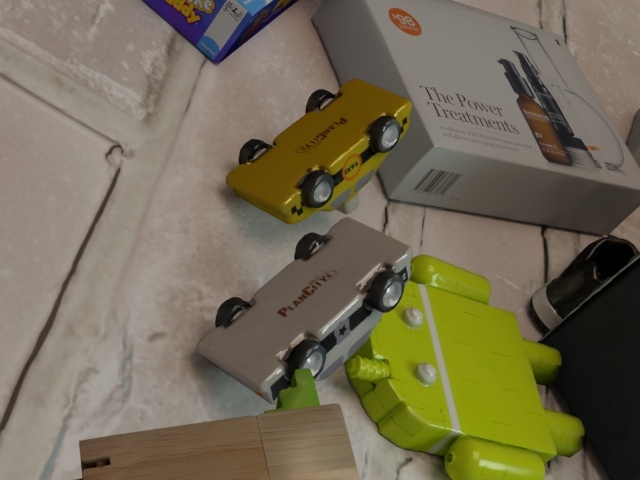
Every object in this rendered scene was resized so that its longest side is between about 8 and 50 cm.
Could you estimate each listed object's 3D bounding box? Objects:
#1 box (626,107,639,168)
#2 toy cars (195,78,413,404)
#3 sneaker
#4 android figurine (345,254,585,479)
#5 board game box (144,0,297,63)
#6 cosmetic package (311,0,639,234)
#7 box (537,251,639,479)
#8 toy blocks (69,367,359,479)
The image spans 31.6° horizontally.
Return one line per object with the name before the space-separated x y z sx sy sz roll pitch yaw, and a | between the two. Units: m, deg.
box | 0.620 -0.085 1.614 0.345 0.168 0.215 40 37 -2
toy cars | 0.000 0.000 1.026 0.176 0.087 0.394 -6 43 10
sneaker | 0.330 0.035 1.285 0.078 0.106 0.234 52 38 11
android figurine | 0.129 0.122 1.064 0.273 0.056 0.248 20 42 -29
board game box | -0.112 -0.363 1.301 0.233 0.078 0.347 41 37 -3
cosmetic package | 0.199 -0.162 1.374 0.377 0.097 0.284 7 46 -38
box | 0.562 0.212 1.163 0.471 0.297 0.480 1 53 -44
toy blocks | -0.088 0.246 0.556 0.261 0.191 0.381 -7 56 -14
